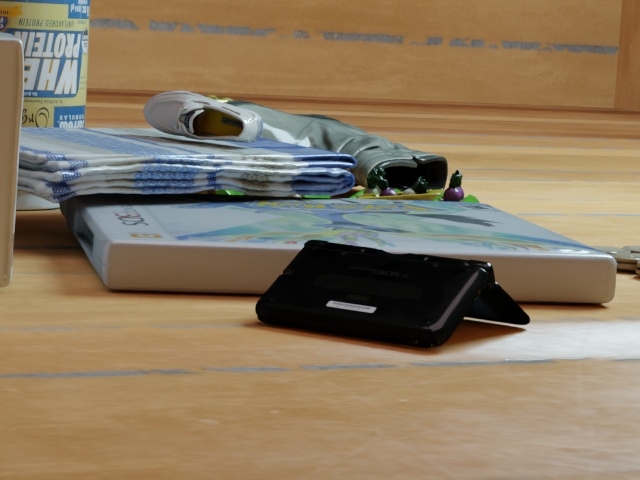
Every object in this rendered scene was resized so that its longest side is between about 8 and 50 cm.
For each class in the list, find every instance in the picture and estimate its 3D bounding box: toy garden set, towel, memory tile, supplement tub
[{"bbox_3d":[0.006,-0.041,1.659,0.244,0.049,0.204,5,7,9],"label":"toy garden set"},{"bbox_3d":[-0.139,-0.060,1.495,0.285,0.034,0.209,-3,11,-40],"label":"towel"},{"bbox_3d":[0.278,0.016,1.478,0.148,0.012,0.113,-1,8,-26],"label":"memory tile"},{"bbox_3d":[-0.265,-0.131,1.639,0.144,0.200,0.144,3,7,0],"label":"supplement tub"}]

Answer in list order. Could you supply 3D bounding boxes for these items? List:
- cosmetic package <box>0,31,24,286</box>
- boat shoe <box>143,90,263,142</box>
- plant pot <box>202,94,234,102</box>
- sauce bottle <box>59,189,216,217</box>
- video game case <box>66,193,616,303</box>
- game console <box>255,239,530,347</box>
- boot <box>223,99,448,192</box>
[{"bbox_3d":[-0.279,-0.057,1.216,0.183,0.151,0.151,2,7,-11],"label":"cosmetic package"},{"bbox_3d":[-0.095,-0.093,1.516,0.100,0.035,0.035,15,9,22],"label":"boat shoe"},{"bbox_3d":[-0.118,-0.101,1.946,0.081,0.083,0.081,-1,8,-29],"label":"plant pot"},{"bbox_3d":[-0.141,-0.031,1.540,0.128,0.042,0.042,-5,11,-38],"label":"sauce bottle"},{"bbox_3d":[0.000,0.000,1.373,0.329,0.036,0.300,2,7,-12],"label":"video game case"},{"bbox_3d":[0.042,0.044,1.138,0.122,0.071,0.107,7,37,30],"label":"game console"},{"bbox_3d":[0.000,-0.078,1.861,0.161,0.083,0.246,17,15,40],"label":"boot"}]
